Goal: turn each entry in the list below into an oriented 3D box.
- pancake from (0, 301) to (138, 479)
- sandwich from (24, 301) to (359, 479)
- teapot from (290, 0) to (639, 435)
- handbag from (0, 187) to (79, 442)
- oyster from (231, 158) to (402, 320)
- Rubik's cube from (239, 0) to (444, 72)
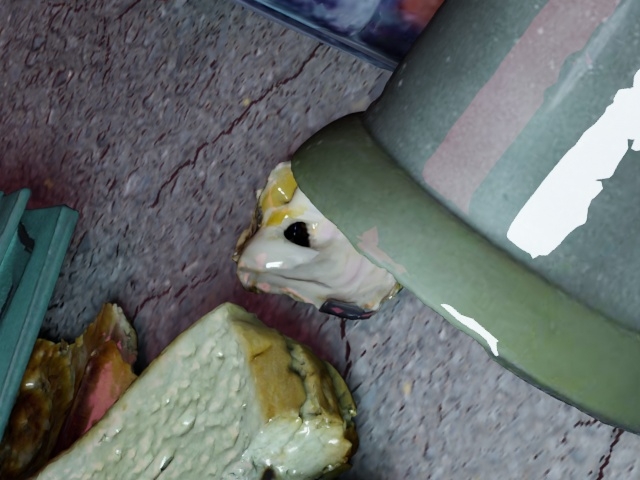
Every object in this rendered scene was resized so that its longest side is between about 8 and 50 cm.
[{"bbox_3d":[-0.175,0.158,1.207,0.212,0.056,0.257,-16,58,48],"label":"pancake"},{"bbox_3d":[-0.060,0.192,0.993,0.249,0.095,0.273,-43,41,16],"label":"sandwich"},{"bbox_3d":[0.180,-0.092,0.799,0.270,0.200,0.337,41,103,27],"label":"teapot"},{"bbox_3d":[-0.288,0.094,1.305,0.269,0.100,0.274,-8,58,61],"label":"handbag"},{"bbox_3d":[0.000,0.000,1.083,0.146,0.045,0.121,-36,41,25],"label":"oyster"},{"bbox_3d":[0.009,-0.273,0.996,0.316,0.318,0.313,31,98,53],"label":"Rubik's cube"}]
